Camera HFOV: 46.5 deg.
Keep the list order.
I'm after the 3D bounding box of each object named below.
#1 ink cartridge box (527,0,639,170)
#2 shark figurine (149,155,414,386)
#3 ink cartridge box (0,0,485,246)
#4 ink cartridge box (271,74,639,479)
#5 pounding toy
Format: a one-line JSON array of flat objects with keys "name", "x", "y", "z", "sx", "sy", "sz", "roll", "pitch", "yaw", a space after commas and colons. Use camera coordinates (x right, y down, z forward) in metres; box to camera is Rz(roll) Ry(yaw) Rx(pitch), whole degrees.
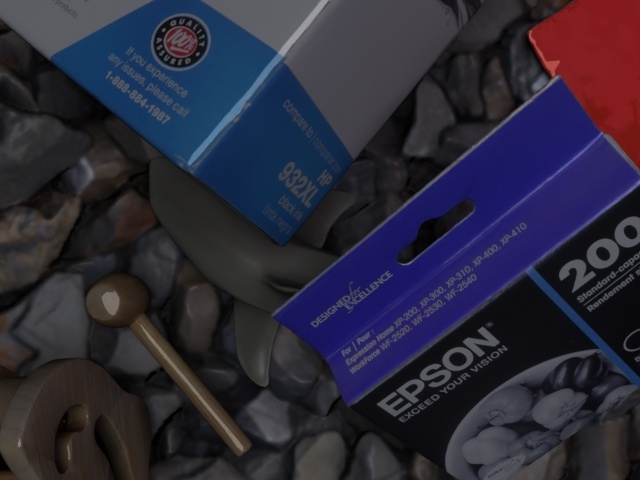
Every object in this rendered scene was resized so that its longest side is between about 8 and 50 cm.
[{"name": "ink cartridge box", "x": 0.375, "y": -0.069, "z": 0.499, "sx": 0.308, "sy": 0.091, "sz": 0.385, "roll": -32, "pitch": 89, "yaw": -2}, {"name": "shark figurine", "x": 0.025, "y": 0.015, "z": 0.483, "sx": 0.278, "sy": 0.116, "sz": 0.166, "roll": -4, "pitch": 89, "yaw": 1}, {"name": "ink cartridge box", "x": -0.021, "y": -0.190, "z": 0.445, "sx": 0.223, "sy": 0.129, "sz": 0.307, "roll": 38, "pitch": 88, "yaw": 28}, {"name": "ink cartridge box", "x": 0.115, "y": 0.045, "z": 0.437, "sx": 0.206, "sy": 0.045, "sz": 0.208, "roll": -41, "pitch": 123, "yaw": 15}, {"name": "pounding toy", "x": -0.134, "y": 0.146, "z": 0.439, "sx": 0.154, "sy": 0.154, "sz": 0.270, "roll": -5, "pitch": 80, "yaw": 11}]
